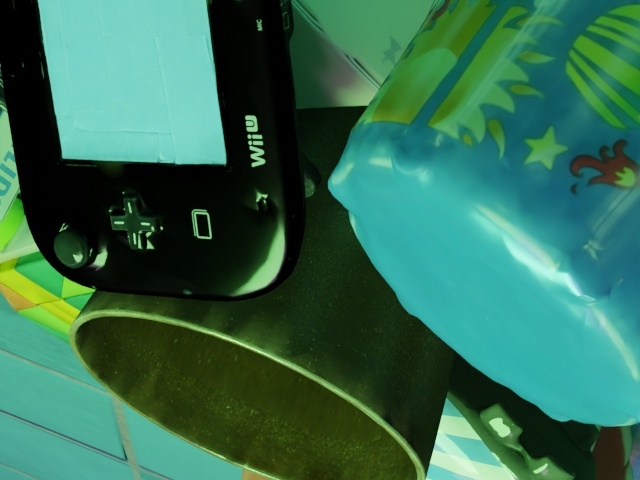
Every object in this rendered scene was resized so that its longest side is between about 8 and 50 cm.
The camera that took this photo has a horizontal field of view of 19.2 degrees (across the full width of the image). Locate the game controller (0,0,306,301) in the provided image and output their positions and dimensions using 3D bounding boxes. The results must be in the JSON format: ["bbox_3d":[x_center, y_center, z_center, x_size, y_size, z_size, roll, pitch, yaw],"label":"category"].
[{"bbox_3d":[-0.090,-0.125,0.914,0.166,0.067,0.319,7,112,38],"label":"game controller"}]

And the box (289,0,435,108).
[{"bbox_3d":[-0.074,-0.136,1.047,0.275,0.094,0.113,1,149,43],"label":"box"}]

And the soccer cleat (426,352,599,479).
[{"bbox_3d":[0.033,0.085,1.259,0.331,0.116,0.143,46,125,4],"label":"soccer cleat"}]

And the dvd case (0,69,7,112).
[{"bbox_3d":[-0.177,-0.080,1.253,0.164,0.018,0.221,39,-179,-32],"label":"dvd case"}]

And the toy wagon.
[{"bbox_3d":[-0.167,0.053,1.593,0.267,0.068,0.344,35,155,-23],"label":"toy wagon"}]

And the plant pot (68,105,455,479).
[{"bbox_3d":[0.000,0.000,1.095,0.215,0.230,0.215,20,157,9],"label":"plant pot"}]

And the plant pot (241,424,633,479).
[{"bbox_3d":[0.099,0.199,1.429,0.243,0.275,0.275,4,152,20],"label":"plant pot"}]

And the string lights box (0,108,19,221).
[{"bbox_3d":[-0.322,-0.104,1.315,0.076,0.133,0.259,-5,144,49],"label":"string lights box"}]

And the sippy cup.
[{"bbox_3d":[0.132,-0.052,0.784,0.305,0.224,0.240,44,162,-5],"label":"sippy cup"}]

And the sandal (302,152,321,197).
[{"bbox_3d":[-0.070,-0.080,1.003,0.179,0.040,0.067,31,156,22],"label":"sandal"}]
